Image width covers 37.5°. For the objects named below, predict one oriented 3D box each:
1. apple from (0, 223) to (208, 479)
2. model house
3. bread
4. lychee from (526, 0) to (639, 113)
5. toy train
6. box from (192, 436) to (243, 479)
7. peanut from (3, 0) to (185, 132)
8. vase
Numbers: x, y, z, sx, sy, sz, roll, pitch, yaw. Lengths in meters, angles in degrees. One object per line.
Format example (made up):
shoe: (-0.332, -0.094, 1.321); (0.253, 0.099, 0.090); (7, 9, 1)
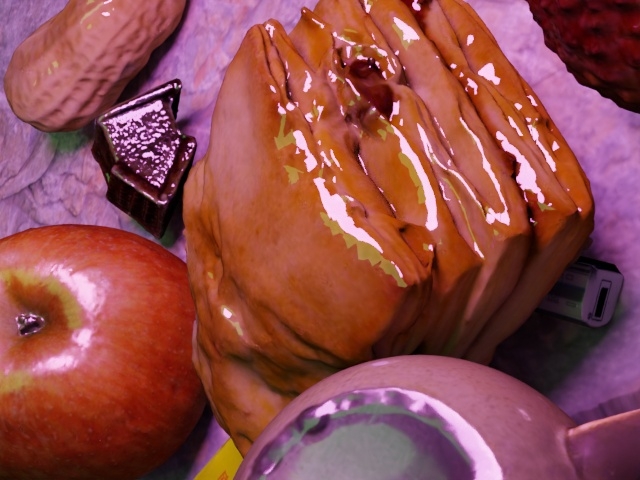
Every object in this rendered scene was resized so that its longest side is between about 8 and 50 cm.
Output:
apple: (-0.268, 0.113, 0.956); (0.309, 0.250, 0.277); (-34, 54, 12)
model house: (-0.196, -0.075, 1.088); (0.165, 0.106, 0.152); (116, 136, -63)
bread: (0.000, 0.000, 0.725); (0.370, 0.192, 0.314); (-50, 55, 33)
lychee: (0.243, -0.194, 0.587); (0.261, 0.261, 0.260); (-15, 68, 41)
toy train: (0.120, 0.017, 0.773); (0.252, 0.055, 0.048); (16, 98, 46)
box: (-0.127, 0.364, 0.912); (0.335, 0.047, 0.187); (-51, 49, 22)
peanut: (-0.279, -0.252, 1.182); (0.305, 0.147, 0.147); (-38, 54, 31)
vase: (0.123, 0.194, 0.584); (0.329, 0.302, 0.240); (-30, 51, 11)
